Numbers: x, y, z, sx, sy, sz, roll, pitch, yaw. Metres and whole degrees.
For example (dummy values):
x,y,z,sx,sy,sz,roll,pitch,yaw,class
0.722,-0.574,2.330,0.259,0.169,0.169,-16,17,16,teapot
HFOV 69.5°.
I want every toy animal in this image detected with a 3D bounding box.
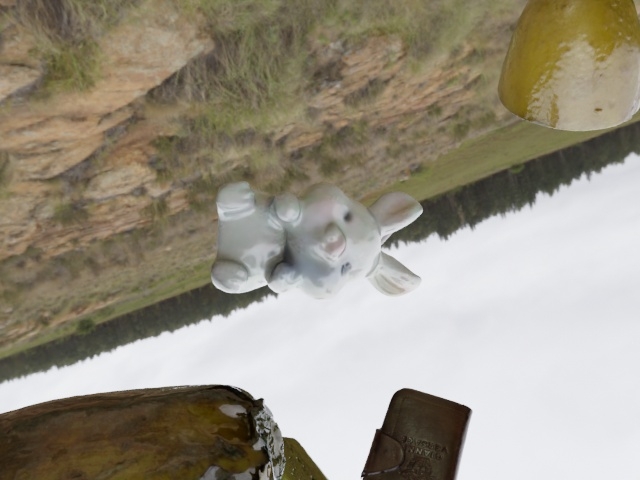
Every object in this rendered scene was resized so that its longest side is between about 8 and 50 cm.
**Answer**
x,y,z,sx,sy,sz,roll,pitch,yaw,class
-0.004,0.000,0.813,0.367,0.196,0.241,2,-177,6,toy animal

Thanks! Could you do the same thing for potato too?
x,y,z,sx,sy,sz,roll,pitch,yaw,class
0.321,-0.254,0.584,0.178,0.158,0.204,11,-129,26,potato

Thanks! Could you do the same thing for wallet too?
x,y,z,sx,sy,sz,roll,pitch,yaw,class
0.134,0.331,0.676,0.137,0.031,0.255,8,-145,23,wallet

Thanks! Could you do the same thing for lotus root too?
x,y,z,sx,sy,sz,roll,pitch,yaw,class
-0.231,0.249,0.454,0.397,0.179,0.196,-10,-157,-9,lotus root

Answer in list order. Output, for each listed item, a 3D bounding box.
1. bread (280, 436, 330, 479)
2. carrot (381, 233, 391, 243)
x,y,z,sx,sy,sz,roll,pitch,yaw,class
-0.073,0.705,1.208,0.208,0.376,0.251,-51,149,8,bread
0.111,-0.008,1.044,0.067,0.067,0.225,-8,-151,48,carrot
